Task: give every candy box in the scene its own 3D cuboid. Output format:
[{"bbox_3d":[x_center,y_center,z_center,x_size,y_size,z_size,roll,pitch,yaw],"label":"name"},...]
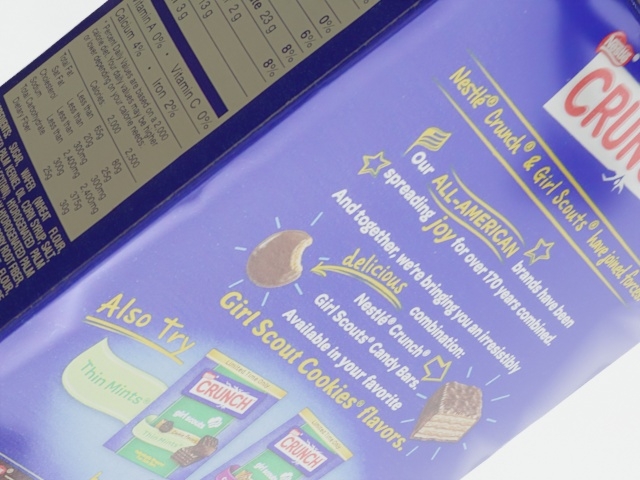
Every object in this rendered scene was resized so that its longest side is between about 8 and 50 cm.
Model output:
[{"bbox_3d":[0.000,0.000,0.818,0.317,0.268,0.122,-37,-129,8],"label":"candy box"}]
